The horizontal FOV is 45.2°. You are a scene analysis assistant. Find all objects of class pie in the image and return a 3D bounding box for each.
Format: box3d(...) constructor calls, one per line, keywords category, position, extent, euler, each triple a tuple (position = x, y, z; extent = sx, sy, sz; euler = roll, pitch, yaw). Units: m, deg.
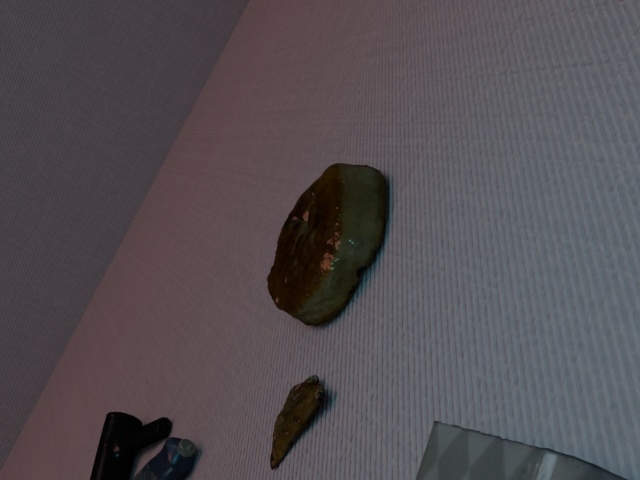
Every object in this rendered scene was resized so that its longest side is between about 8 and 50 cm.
box3d(category="pie", position=(-0.038, 0.267, 1.182), extent=(0.170, 0.034, 0.092), euler=(-56, 24, 29))
box3d(category="pie", position=(0.000, 0.000, 1.337), extent=(0.315, 0.092, 0.315), euler=(-47, 28, 34))

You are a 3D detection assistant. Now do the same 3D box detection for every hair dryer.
box3d(category="hair dryer", position=(-0.419, 0.455, 1.717), extent=(0.251, 0.089, 0.197), euler=(-35, 33, 35))

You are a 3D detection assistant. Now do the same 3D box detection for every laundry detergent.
box3d(category="laundry detergent", position=(-0.305, 0.451, 1.496), extent=(0.206, 0.061, 0.097), euler=(-50, 23, 25))

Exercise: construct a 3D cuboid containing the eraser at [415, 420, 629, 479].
box3d(category="eraser", position=(0.122, 0.370, 0.663), extent=(0.213, 0.082, 0.397), euler=(-9, 56, 63))
